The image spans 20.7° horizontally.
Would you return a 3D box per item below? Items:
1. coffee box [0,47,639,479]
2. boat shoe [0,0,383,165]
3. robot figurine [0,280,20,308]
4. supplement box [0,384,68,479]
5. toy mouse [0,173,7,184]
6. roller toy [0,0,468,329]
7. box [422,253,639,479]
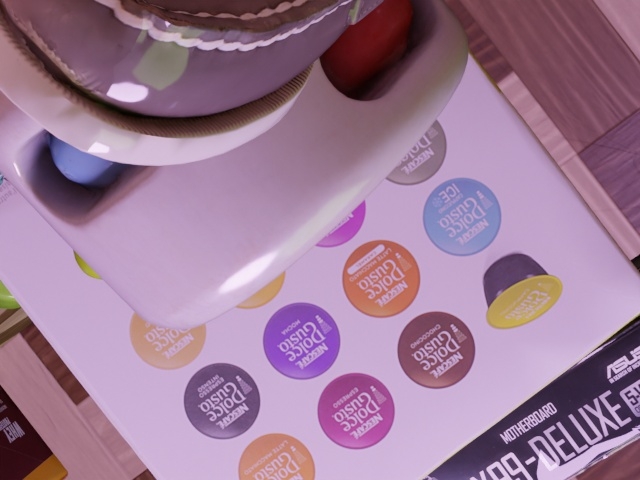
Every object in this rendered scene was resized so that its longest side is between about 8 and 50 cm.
[{"bbox_3d":[0.000,0.000,1.290,0.337,0.334,0.338,-37,-179,5],"label":"coffee box"},{"bbox_3d":[0.000,-0.125,0.549,0.096,0.116,0.324,-38,-175,33],"label":"boat shoe"},{"bbox_3d":[-0.245,0.019,1.384,0.101,0.067,0.115,-46,-177,-14],"label":"robot figurine"},{"bbox_3d":[-0.315,0.155,1.254,0.129,0.194,0.191,-38,-179,16],"label":"supplement box"},{"bbox_3d":[-0.156,-0.063,0.934,0.143,0.031,0.161,-38,-179,4],"label":"toy mouse"},{"bbox_3d":[-0.045,-0.074,0.758,0.209,0.146,0.191,-43,-170,-3],"label":"roller toy"},{"bbox_3d":[0.203,0.103,1.339,0.307,0.076,0.242,-36,-177,21],"label":"box"}]
